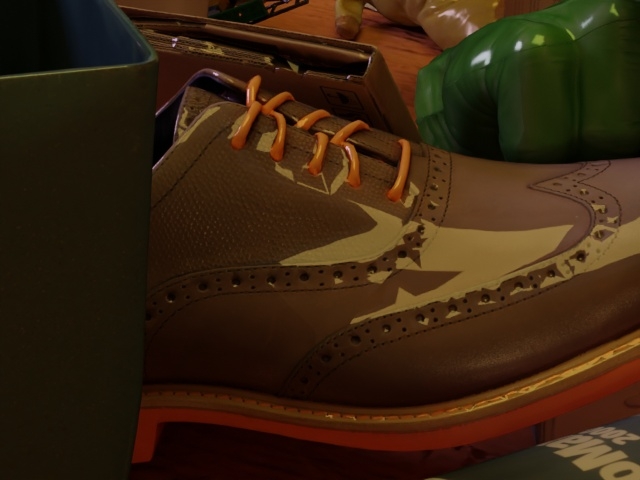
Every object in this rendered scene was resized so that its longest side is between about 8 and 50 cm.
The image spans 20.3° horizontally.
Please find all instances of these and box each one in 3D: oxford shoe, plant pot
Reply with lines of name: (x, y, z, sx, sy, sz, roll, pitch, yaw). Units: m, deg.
oxford shoe: (0.000, 0.000, 0.701, 0.364, 0.132, 0.130, -9, 24, 6)
plant pot: (-0.150, 0.033, 0.582, 0.166, 0.234, 0.165, -7, 27, -18)

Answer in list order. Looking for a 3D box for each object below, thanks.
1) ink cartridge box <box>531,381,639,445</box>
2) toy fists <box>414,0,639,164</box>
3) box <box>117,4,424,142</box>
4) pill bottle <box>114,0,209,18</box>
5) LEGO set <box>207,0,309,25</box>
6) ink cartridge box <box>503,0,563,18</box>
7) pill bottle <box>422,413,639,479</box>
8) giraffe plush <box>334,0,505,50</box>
ink cartridge box: (0.130, 0.049, 0.768, 0.089, 0.052, 0.122, -1, 24, -1)
toy fists: (0.185, -0.045, 0.814, 0.279, 0.096, 0.142, 13, -17, -24)
box: (-0.026, -0.044, 0.830, 0.164, 0.201, 0.021, 11, 70, 22)
pill bottle: (-0.246, -0.153, 1.020, 0.334, 0.187, 0.188, 15, 29, 27)
LEGO set: (-0.021, -0.266, 1.109, 0.331, 0.255, 0.192, -25, 25, 31)
ink cartridge box: (0.197, -0.116, 1.054, 0.180, 0.104, 0.060, 22, 32, 36)
pill bottle: (0.071, 0.119, 0.558, 0.180, 0.108, 0.108, -13, 29, -26)
giraffe plush: (0.102, -0.227, 1.204, 0.210, 0.170, 0.181, 12, 28, 23)
